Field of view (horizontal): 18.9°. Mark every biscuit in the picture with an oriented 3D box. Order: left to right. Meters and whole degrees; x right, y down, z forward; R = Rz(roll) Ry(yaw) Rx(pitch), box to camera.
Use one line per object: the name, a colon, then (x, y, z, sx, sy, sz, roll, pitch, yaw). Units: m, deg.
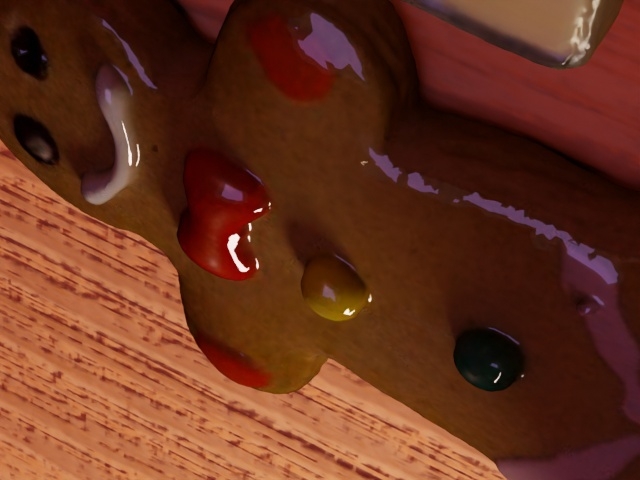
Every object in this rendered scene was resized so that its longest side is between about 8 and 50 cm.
biscuit: (-0.001, 0.001, 0.889, 0.432, 0.064, 0.283, 29, 142, 11)

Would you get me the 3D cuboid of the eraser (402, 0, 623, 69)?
eraser: (0.067, -0.154, 0.678, 0.117, 0.058, 0.172, 27, 142, 15)
